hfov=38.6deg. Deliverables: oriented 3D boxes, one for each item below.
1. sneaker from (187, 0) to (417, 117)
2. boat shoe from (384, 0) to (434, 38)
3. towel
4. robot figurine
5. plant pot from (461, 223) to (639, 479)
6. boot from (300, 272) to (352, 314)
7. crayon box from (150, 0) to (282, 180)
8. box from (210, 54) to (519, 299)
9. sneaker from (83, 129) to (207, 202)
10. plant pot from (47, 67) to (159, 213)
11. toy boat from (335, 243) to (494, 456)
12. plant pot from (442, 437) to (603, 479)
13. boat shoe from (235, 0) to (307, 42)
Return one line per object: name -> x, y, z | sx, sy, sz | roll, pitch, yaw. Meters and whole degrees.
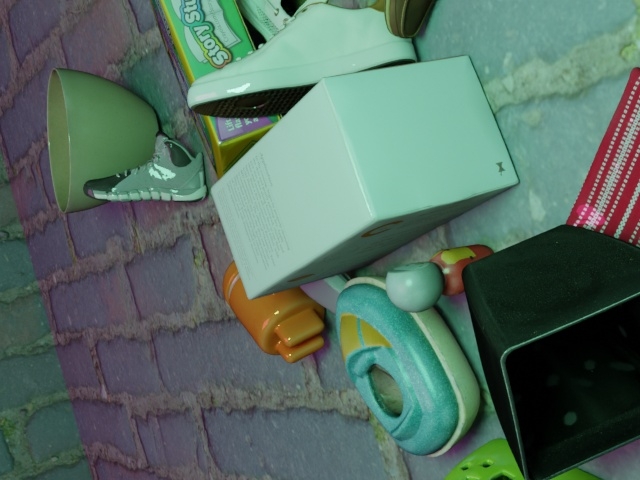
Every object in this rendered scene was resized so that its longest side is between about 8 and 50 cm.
sneaker -> -0.033, -0.237, 1.152 | 0.106, 0.290, 0.123 | 85, 170, -80
boat shoe -> 0.122, -0.310, 1.045 | 0.060, 0.064, 0.178 | 37, 128, 29
towel -> 0.353, -0.009, 0.845 | 0.275, 0.031, 0.199 | 49, 139, 36
robot figurine -> -0.077, 0.096, 1.485 | 0.128, 0.158, 0.219 | -49, 53, 9
plant pot -> 0.238, 0.094, 0.908 | 0.167, 0.188, 0.187 | -122, 11, -55
boot -> 0.000, 0.000, 1.348 | 0.258, 0.123, 0.095 | 45, 154, -19
crayon box -> -0.162, -0.269, 1.374 | 0.313, 0.106, 0.363 | 106, 142, -77
box -> 0.038, -0.068, 1.141 | 0.345, 0.215, 0.168 | -32, 75, 57
sneaker -> -0.327, -0.141, 1.710 | 0.086, 0.228, 0.132 | -131, 42, -73
plant pot -> -0.430, -0.200, 1.831 | 0.284, 0.190, 0.284 | 176, 90, -67
toy boat -> 0.109, 0.123, 1.176 | 0.267, 0.148, 0.318 | 54, 143, 29
plant pot -> 0.219, 0.395, 1.069 | 0.228, 0.207, 0.227 | 14, 115, 56
boat shoe -> -0.042, -0.324, 1.284 | 0.096, 0.098, 0.277 | -54, 54, 35
